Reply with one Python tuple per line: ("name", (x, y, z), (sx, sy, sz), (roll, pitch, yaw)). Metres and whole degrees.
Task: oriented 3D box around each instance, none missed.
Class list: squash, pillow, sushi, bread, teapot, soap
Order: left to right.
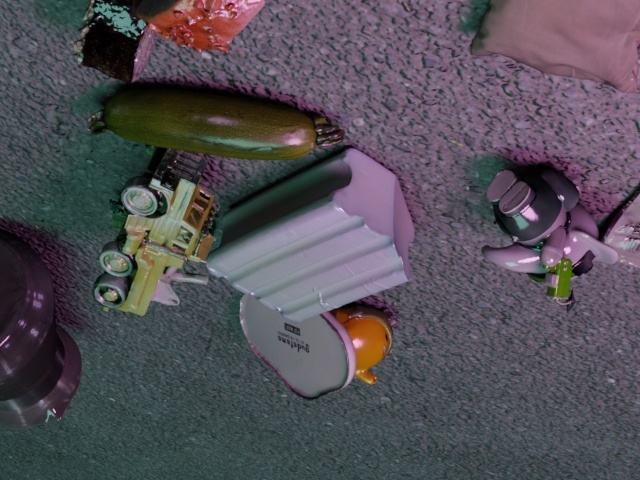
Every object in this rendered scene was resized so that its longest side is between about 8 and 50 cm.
("teapot", (-0.522, 0.137, 1.974), (0.300, 0.253, 0.344), (43, 164, 20))
("sushi", (-0.207, -0.227, 1.318), (0.078, 0.091, 0.150), (23, 152, -7))
("squash", (-0.133, -0.132, 1.463), (0.318, 0.071, 0.080), (6, 151, 16))
("bread", (-0.099, -0.249, 1.159), (0.073, 0.160, 0.160), (30, 148, -35))
("soap", (0.000, 0.000, 1.608), (0.173, 0.095, 0.289), (32, 146, -26))
("pillow", (0.242, -0.223, 1.136), (0.173, 0.067, 0.270), (20, 151, 3))

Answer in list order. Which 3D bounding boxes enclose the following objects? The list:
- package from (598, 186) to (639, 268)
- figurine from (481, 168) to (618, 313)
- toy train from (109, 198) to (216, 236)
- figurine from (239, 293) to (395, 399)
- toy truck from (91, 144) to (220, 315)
("package", (0.421, -0.022, 1.436), (0.154, 0.030, 0.239), (19, 151, -4))
("figurine", (0.257, -0.008, 1.459), (0.192, 0.126, 0.147), (35, -179, -42))
("toy train", (-0.213, -0.027, 1.719), (0.148, 0.038, 0.071), (15, 151, 2))
("figurine", (0.009, 0.122, 1.843), (0.250, 0.141, 0.167), (30, 129, 43))
("toy truck", (-0.191, -0.014, 1.594), (0.135, 0.128, 0.259), (20, 135, -2))
